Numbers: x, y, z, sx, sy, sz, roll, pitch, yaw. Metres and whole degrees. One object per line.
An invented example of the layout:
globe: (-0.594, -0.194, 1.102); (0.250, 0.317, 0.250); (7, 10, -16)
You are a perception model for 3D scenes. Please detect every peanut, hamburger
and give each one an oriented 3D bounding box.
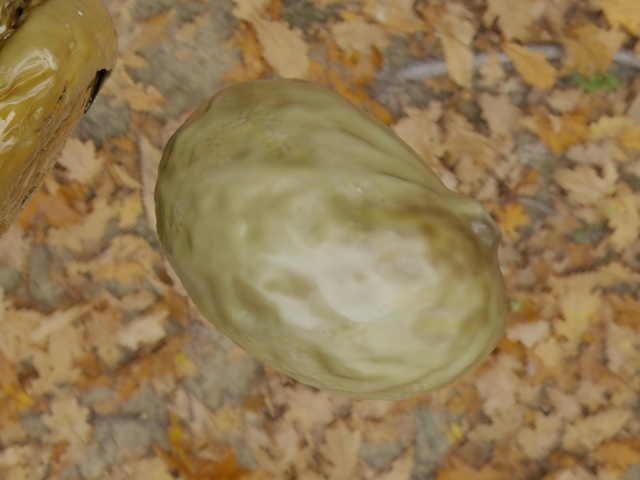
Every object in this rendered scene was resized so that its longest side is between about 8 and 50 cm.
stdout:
peanut: (0.000, 0.000, 0.654); (0.109, 0.159, 0.140); (-49, 147, -1)
hamburger: (-0.194, -0.059, 0.813); (0.108, 0.214, 0.213); (36, 95, -4)
